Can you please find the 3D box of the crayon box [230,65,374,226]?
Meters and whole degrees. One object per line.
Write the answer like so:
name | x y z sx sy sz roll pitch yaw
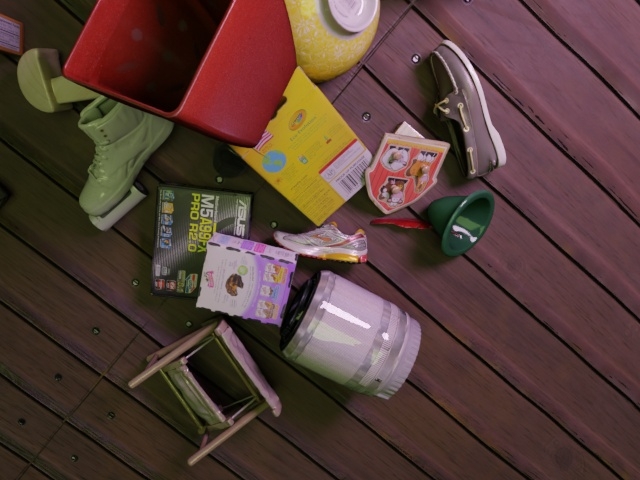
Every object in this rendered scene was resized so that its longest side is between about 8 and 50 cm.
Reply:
crayon box | -0.034 -0.193 0.996 0.202 0.081 0.318 -41 134 7

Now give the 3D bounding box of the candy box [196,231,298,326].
candy box | -0.163 0.087 1.064 0.196 0.070 0.164 14 111 -3

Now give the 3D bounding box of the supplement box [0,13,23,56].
supplement box | -0.695 -0.427 0.945 0.078 0.233 0.080 7 98 -2

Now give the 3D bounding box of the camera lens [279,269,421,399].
camera lens | 0.060 0.211 1.089 0.274 0.219 0.219 27 100 -6

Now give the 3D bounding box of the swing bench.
swing bench | -0.263 0.343 1.147 0.255 0.165 0.253 -31 100 0

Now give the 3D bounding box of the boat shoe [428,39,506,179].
boat shoe | 0.306 -0.280 1.046 0.091 0.109 0.305 -28 104 0

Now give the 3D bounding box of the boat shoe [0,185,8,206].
boat shoe | -0.829 -0.026 1.096 0.092 0.103 0.285 38 93 -3

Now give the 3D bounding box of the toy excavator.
toy excavator | -0.378 -0.433 0.974 0.433 0.222 0.445 18 110 -3

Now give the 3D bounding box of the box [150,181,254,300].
box | -0.278 0.007 1.126 0.216 0.060 0.270 8 102 -2

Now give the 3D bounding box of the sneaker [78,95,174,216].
sneaker | -0.465 -0.195 1.017 0.108 0.169 0.292 39 94 28

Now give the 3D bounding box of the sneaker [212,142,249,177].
sneaker | -0.161 -0.242 1.069 0.087 0.130 0.227 32 127 -5

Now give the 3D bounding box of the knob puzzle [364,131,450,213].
knob puzzle | 0.186 -0.137 1.071 0.213 0.030 0.213 -12 131 -14

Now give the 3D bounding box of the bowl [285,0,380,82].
bowl | 0.018 -0.453 0.918 0.289 0.156 0.289 -11 110 -32

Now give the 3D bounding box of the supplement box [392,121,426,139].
supplement box | 0.206 -0.218 1.093 0.098 0.036 0.062 38 100 -9

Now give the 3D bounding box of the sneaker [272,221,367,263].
sneaker | 0.000 0.000 1.124 0.225 0.088 0.092 7 85 -4

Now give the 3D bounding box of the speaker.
speaker | -0.469 -0.083 1.109 0.136 0.055 0.055 -38 99 8

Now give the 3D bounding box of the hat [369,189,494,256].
hat | 0.275 -0.076 1.129 0.208 0.183 0.173 -3 120 -43

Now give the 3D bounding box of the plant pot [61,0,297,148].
plant pot | -0.192 -0.299 0.781 0.267 0.236 0.267 25 88 26
